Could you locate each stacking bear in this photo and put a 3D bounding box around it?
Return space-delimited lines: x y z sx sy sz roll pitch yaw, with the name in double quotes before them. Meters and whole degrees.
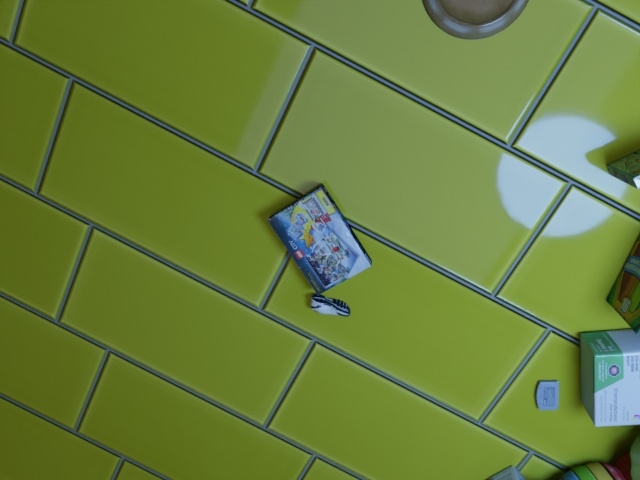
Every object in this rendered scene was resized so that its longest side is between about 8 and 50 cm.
"stacking bear" 0.731 0.646 1.403 0.289 0.164 0.175 -30 77 5

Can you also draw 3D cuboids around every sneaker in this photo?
"sneaker" 0.025 0.174 1.412 0.109 0.040 0.044 20 126 5

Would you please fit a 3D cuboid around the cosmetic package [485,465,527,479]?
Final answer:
"cosmetic package" 0.514 0.751 1.390 0.129 0.296 0.153 -39 99 16

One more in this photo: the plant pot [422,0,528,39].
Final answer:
"plant pot" 0.327 -0.544 1.135 0.236 0.032 0.236 2 109 7

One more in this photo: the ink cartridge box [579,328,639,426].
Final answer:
"ink cartridge box" 0.785 0.323 1.308 0.278 0.117 0.201 -7 107 9

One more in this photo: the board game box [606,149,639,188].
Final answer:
"board game box" 0.683 -0.158 1.146 0.103 0.154 0.026 -26 102 15

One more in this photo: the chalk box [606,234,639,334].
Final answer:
"chalk box" 0.801 0.069 1.192 0.179 0.180 0.289 16 108 2

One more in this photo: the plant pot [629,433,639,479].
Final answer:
"plant pot" 0.864 0.526 1.229 0.276 0.254 0.276 3 76 -13

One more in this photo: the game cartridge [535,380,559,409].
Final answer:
"game cartridge" 0.588 0.401 1.415 0.056 0.017 0.083 -4 107 5

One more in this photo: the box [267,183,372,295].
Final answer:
"box" 0.000 0.000 1.351 0.159 0.044 0.233 -30 102 16
